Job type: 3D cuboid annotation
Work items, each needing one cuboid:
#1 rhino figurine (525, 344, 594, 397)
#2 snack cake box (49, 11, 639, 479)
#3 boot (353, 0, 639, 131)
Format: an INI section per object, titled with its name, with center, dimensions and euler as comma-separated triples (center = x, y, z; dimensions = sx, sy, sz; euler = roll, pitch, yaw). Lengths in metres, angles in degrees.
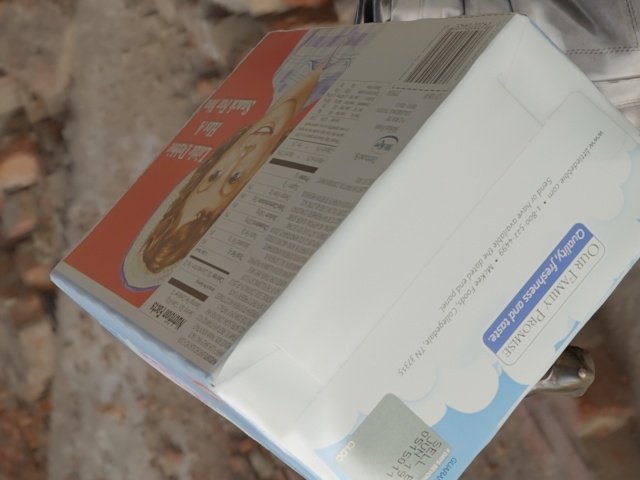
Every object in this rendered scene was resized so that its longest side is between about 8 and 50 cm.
[rhino figurine]
center = 0.045, 0.047, 0.822
dimensions = 0.243, 0.106, 0.073
euler = 13, 85, 52
[snack cake box]
center = 0.000, 0.000, 0.619
dimensions = 0.089, 0.152, 0.264
euler = 42, 172, -18
[boot]
center = 0.133, -0.162, 0.938
dimensions = 0.118, 0.223, 0.338
euler = -92, 3, -56
